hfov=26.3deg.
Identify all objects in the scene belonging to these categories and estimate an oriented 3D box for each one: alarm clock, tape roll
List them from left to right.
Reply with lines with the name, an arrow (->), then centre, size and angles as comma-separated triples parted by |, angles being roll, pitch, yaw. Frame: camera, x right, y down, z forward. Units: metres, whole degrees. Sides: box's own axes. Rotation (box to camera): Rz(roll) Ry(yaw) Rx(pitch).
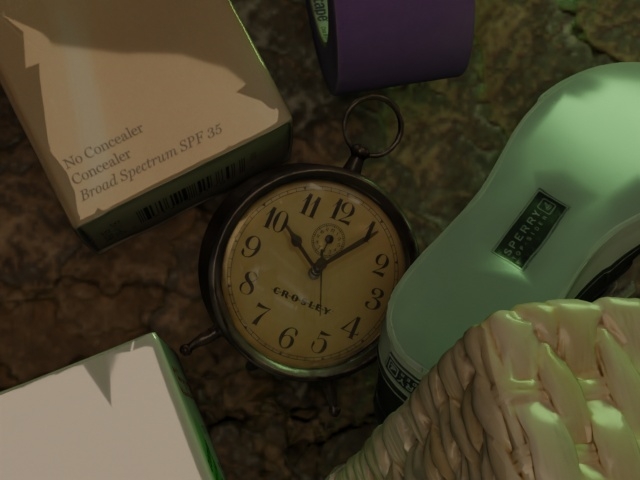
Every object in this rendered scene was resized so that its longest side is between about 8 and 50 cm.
alarm clock -> 0.000, 0.000, 0.834 | 0.129, 0.064, 0.192 | 25, 92, -15
tape roll -> 0.031, -0.184, 0.813 | 0.080, 0.189, 0.189 | -9, 82, -5

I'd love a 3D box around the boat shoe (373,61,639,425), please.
boat shoe -> 0.138, 0.008, 0.832 | 0.113, 0.105, 0.306 | 32, 57, 12

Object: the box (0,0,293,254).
box -> -0.148, -0.164, 0.834 | 0.148, 0.121, 0.311 | -28, 84, -6

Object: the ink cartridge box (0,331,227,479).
ink cartridge box -> -0.125, 0.213, 0.742 | 0.197, 0.198, 0.270 | -22, 84, -5

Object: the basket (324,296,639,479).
basket -> 0.205, 0.204, 0.657 | 0.328, 0.266, 0.331 | -4, 61, -19
